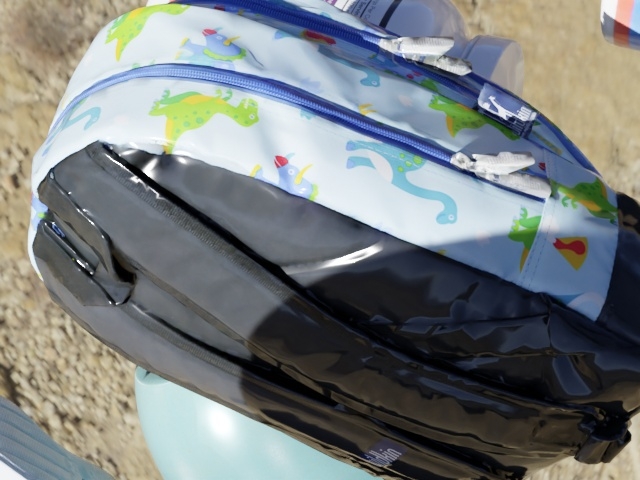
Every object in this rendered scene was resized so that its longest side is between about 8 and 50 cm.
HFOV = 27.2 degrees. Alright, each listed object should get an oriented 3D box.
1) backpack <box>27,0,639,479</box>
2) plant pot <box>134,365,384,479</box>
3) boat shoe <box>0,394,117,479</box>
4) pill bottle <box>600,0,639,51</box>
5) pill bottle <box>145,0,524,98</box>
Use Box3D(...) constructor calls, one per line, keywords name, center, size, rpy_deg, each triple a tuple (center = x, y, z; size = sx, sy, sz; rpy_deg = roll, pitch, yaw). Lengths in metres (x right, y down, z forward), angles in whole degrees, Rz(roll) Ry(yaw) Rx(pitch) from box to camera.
Box3D(name="backpack", center=(0.000, 0.000, 0.805), size=(0.356, 0.290, 0.273), rpy_deg=(12, 59, -15))
Box3D(name="plant pot", center=(-0.052, 0.171, 1.377), size=(0.293, 0.293, 0.235), rpy_deg=(-40, 111, -13))
Box3D(name="boat shoe", center=(-0.294, 0.243, 1.295), size=(0.094, 0.302, 0.109), rpy_deg=(-37, 42, 7))
Box3D(name="pill bottle", center=(0.313, -0.171, 0.896), size=(0.222, 0.124, 0.124), rpy_deg=(15, 68, 18))
Box3D(name="pill bottle", center=(0.009, -0.145, 1.181), size=(0.323, 0.181, 0.181), rpy_deg=(15, 68, 21))
